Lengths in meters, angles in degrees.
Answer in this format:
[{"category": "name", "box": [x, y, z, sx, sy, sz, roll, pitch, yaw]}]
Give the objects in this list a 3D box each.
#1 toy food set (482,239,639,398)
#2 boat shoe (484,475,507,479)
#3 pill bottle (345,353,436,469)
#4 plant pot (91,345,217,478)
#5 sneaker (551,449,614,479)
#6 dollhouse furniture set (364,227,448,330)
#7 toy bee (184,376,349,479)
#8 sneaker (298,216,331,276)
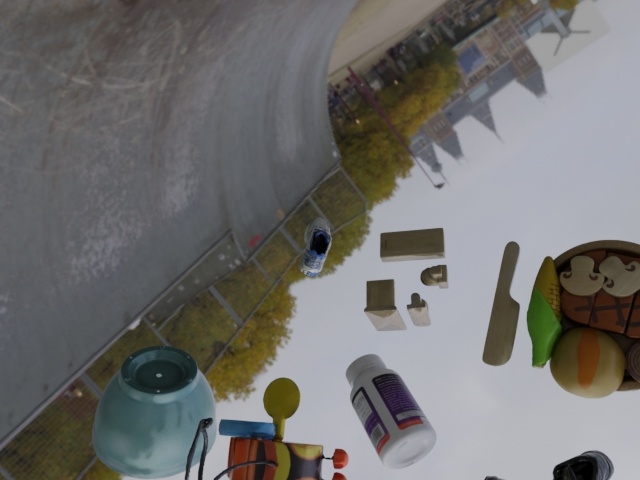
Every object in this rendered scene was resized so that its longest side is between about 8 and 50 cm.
[{"category": "toy food set", "box": [0.231, 0.062, 0.441, 0.192, 0.038, 0.132, 7, -101, 29]}, {"category": "boat shoe", "box": [0.221, 0.508, 0.892, 0.092, 0.103, 0.285, 20, -91, 37]}, {"category": "pill bottle", "box": [0.120, 0.305, 1.012, 0.108, 0.108, 0.193, -37, -137, 5]}, {"category": "plant pot", "box": [-0.386, 0.377, 1.307, 0.293, 0.293, 0.196, -56, 159, -62]}, {"category": "sneaker", "box": [0.488, 0.518, 1.123, 0.227, 0.130, 0.087, -52, -133, 15]}, {"category": "dollhouse furniture set", "box": [0.164, 0.076, 1.022, 0.144, 0.123, 0.151, -5, -117, 16]}, {"category": "toy bee", "box": [-0.051, 0.279, 0.658, 0.162, 0.195, 0.298, 6, -179, 0]}, {"category": "sneaker", "box": [0.000, 0.000, 0.965, 0.135, 0.052, 0.058, -82, -166, -47]}]
